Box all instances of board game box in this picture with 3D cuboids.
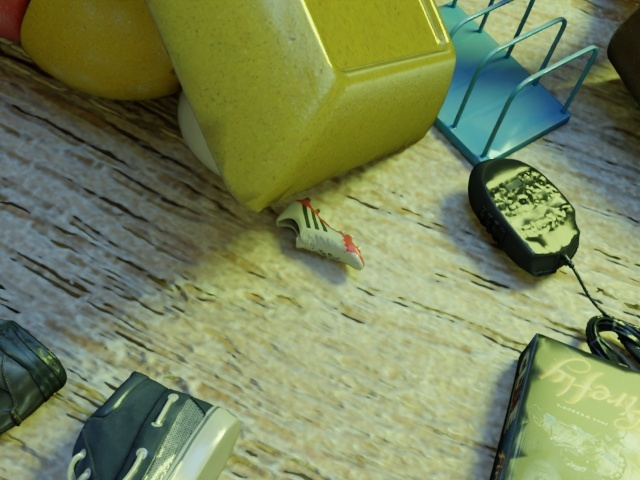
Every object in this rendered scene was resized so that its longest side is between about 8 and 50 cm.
[{"bbox_3d":[0.245,0.183,0.709,0.243,0.042,0.165,21,54,3],"label":"board game box"}]

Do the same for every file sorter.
[{"bbox_3d":[0.143,-0.173,0.896,0.118,0.104,0.170,-29,67,-27],"label":"file sorter"}]

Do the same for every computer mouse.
[{"bbox_3d":[0.202,0.031,0.815,0.071,0.041,0.242,-25,71,-27],"label":"computer mouse"}]

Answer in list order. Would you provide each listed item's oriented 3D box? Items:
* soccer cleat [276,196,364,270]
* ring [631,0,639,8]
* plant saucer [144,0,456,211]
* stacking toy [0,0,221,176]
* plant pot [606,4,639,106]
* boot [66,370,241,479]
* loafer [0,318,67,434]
[{"bbox_3d":[0.000,0.000,0.795,0.036,0.029,0.083,-38,67,-21],"label":"soccer cleat"},{"bbox_3d":[0.208,-0.300,0.969,0.337,0.032,0.336,21,29,-13],"label":"ring"},{"bbox_3d":[-0.013,-0.216,0.733,0.333,0.081,0.332,-29,96,-59],"label":"plant saucer"},{"bbox_3d":[-0.164,-0.235,0.804,0.480,0.350,0.350,47,58,-1],"label":"stacking toy"},{"bbox_3d":[0.395,-0.109,0.860,0.215,0.215,0.230,-13,72,-20],"label":"plant pot"},{"bbox_3d":[-0.131,0.170,0.632,0.086,0.069,0.190,22,46,13],"label":"boot"},{"bbox_3d":[-0.255,0.063,0.677,0.170,0.062,0.061,33,61,13],"label":"loafer"}]
